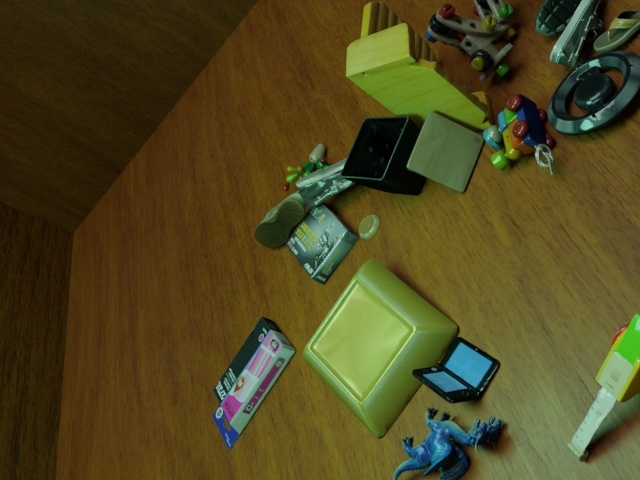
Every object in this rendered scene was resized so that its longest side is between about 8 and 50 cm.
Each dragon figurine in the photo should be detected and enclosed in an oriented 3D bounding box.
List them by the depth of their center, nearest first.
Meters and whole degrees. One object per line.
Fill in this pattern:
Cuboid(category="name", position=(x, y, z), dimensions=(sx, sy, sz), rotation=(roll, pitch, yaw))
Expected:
Cuboid(category="dragon figurine", position=(0.247, 0.449, 1.426), dimensions=(0.289, 0.085, 0.144), rotation=(-52, 35, 11))

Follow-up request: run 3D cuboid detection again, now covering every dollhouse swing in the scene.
Cuboid(category="dollhouse swing", position=(0.283, -0.486, 1.813), dimensions=(0.315, 0.347, 0.304), rotation=(-3, 63, 51))

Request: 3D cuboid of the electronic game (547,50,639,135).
Cuboid(category="electronic game", position=(0.615, -0.332, 1.541), dimensions=(0.229, 0.048, 0.229), rotation=(-35, 34, 29))

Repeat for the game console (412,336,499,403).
Cuboid(category="game console", position=(0.291, 0.279, 1.496), dimensions=(0.144, 0.124, 0.085), rotation=(31, 118, 56))

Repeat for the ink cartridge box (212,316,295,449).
Cuboid(category="ink cartridge box", position=(-0.225, 0.428, 2.071), dimensions=(0.370, 0.069, 0.176), rotation=(-59, 34, 8))

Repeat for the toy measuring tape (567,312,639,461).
Cuboid(category="toy measuring tape", position=(0.547, 0.251, 1.201), dimensions=(0.121, 0.122, 0.330), rotation=(52, 131, 53))

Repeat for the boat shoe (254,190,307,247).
Cuboid(category="boat shoe", position=(-0.119, -0.068, 2.233), dimensions=(0.285, 0.105, 0.089), rotation=(-38, 15, 47))

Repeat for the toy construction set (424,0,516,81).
Cuboid(category="toy construction set", position=(0.461, -0.570, 1.796), dimensions=(0.237, 0.257, 0.309), rotation=(49, 127, 13))

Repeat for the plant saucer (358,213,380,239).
Cuboid(category="plant saucer", position=(0.137, -0.042, 1.977), dimensions=(0.083, 0.015, 0.083), rotation=(-31, 45, 37))

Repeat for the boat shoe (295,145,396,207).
Cuboid(category="boat shoe", position=(0.090, -0.196, 2.070), dimensions=(0.335, 0.095, 0.112), rotation=(-20, 20, 17))

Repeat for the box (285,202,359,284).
Cuboid(category="box", position=(0.000, 0.000, 2.087), dimensions=(0.183, 0.056, 0.231), rotation=(-54, 35, 11))

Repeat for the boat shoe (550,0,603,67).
Cuboid(category="boat shoe", position=(0.629, -0.502, 1.634), dimensions=(0.070, 0.078, 0.219), rotation=(28, 78, 22))

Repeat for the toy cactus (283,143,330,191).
Cuboid(category="toy cactus", position=(-0.036, -0.247, 2.286), dimensions=(0.219, 0.112, 0.180), rotation=(-21, 40, 54))

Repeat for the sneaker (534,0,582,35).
Cuboid(category="sneaker", position=(0.631, -0.630, 1.717), dimensions=(0.267, 0.101, 0.106), rotation=(-53, 13, 13))

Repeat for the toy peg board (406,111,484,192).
Cuboid(category="toy peg board", position=(0.315, -0.223, 1.784), dimensions=(0.079, 0.161, 0.161), rotation=(154, 140, -79))

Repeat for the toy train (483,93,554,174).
Cuboid(category="toy train", position=(0.463, -0.213, 1.616), dimensions=(0.143, 0.105, 0.247), rotation=(-41, 38, 43))

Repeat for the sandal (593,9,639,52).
Cuboid(category="sandal", position=(0.695, -0.494, 1.543), dimensions=(0.180, 0.049, 0.072), rotation=(-32, 30, 34))

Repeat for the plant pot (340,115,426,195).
Cuboid(category="plant pot", position=(0.200, -0.217, 1.888), dimensions=(0.187, 0.167, 0.188), rotation=(12, 75, 55))

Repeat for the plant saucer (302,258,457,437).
Cuboid(category="plant saucer", position=(0.114, 0.247, 1.677), dimensions=(0.333, 0.081, 0.332), rotation=(41, 100, 41))
